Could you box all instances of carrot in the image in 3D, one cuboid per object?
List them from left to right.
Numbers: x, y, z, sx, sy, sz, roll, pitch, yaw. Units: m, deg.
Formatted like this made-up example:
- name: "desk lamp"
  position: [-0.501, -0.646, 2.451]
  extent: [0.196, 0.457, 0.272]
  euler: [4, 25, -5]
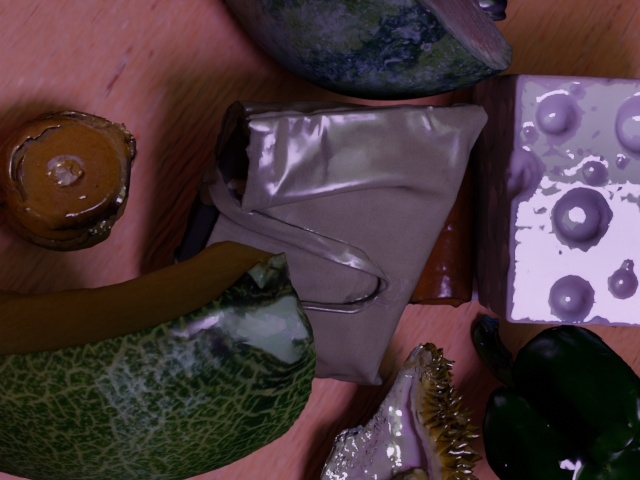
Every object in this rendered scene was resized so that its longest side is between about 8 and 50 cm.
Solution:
- name: "carrot"
  position: [0.128, -0.032, 1.975]
  extent: [0.072, 0.072, 0.205]
  euler: [6, 88, -37]

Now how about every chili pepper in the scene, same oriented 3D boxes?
- name: "chili pepper"
  position: [0.249, 0.168, 1.974]
  extent: [0.165, 0.261, 0.174]
  euler: [13, 109, -29]

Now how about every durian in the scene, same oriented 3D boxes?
- name: "durian"
  position: [0.075, 0.247, 1.924]
  extent: [0.166, 0.172, 0.306]
  euler: [26, 99, -2]

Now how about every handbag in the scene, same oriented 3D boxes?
- name: "handbag"
  position: [-0.005, 0.003, 1.772]
  extent: [0.253, 0.109, 0.316]
  euler: [6, 124, -25]

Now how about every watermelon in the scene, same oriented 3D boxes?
- name: "watermelon"
  position: [0.037, -0.211, 1.793]
  extent: [0.256, 0.260, 0.176]
  euler: [53, 25, -73]

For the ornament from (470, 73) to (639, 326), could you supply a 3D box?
- name: "ornament"
  position: [0.284, -0.045, 1.930]
  extent: [0.239, 0.240, 0.239]
  euler: [2, 94, -6]

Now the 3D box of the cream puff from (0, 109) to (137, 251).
- name: "cream puff"
  position: [-0.223, -0.055, 1.683]
  extent: [0.119, 0.104, 0.133]
  euler: [33, 64, -1]

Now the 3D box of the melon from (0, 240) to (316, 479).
- name: "melon"
  position: [-0.170, 0.101, 1.599]
  extent: [0.331, 0.343, 0.226]
  euler: [31, 72, -33]

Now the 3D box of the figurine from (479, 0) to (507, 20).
- name: "figurine"
  position: [0.134, -0.388, 1.886]
  extent: [0.204, 0.185, 0.332]
  euler: [18, 101, -14]
